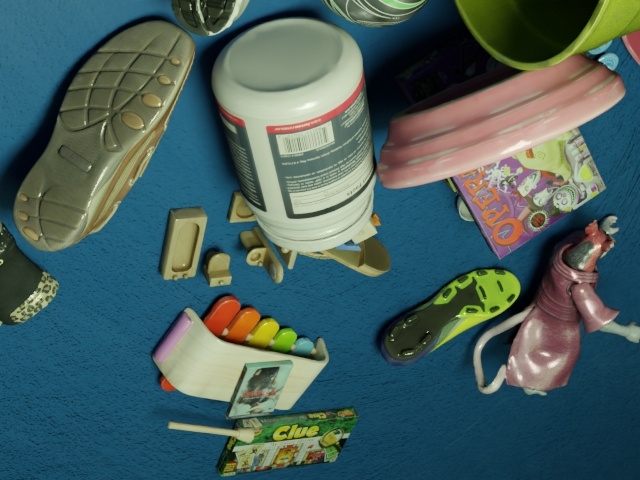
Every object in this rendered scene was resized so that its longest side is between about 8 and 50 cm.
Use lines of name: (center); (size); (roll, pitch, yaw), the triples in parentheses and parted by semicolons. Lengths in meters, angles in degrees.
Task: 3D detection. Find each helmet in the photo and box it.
helmet: (0.065, -0.339, 1.215); (0.161, 0.169, 0.169); (-50, 139, -6)

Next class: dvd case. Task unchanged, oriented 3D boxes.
dvd case: (-0.100, 0.245, 1.648); (0.087, 0.013, 0.119); (0, 130, -32)

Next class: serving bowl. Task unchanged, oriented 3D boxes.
serving bowl: (0.263, -0.073, 1.689); (0.083, 0.027, 0.083); (-17, 137, -17)

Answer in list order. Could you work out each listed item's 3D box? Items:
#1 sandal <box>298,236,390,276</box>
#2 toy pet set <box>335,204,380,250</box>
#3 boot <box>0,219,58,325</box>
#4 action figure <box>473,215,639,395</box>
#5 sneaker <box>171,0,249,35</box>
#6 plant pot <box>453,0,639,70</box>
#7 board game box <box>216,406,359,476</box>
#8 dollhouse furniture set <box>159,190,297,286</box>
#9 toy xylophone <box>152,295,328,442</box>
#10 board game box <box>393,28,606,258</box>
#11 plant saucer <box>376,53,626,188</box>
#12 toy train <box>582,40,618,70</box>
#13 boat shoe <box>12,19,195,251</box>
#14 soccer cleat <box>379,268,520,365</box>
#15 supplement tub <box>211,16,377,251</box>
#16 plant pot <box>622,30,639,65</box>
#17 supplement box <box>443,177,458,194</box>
sandal: (0.000, 0.005, 1.559); (0.240, 0.088, 0.079); (29, 136, -34)
toy pet set: (0.042, -0.038, 1.531); (0.065, 0.114, 0.122); (-28, 138, 12)
boot: (-0.479, 0.073, 1.319); (0.236, 0.085, 0.178); (-34, 141, -1)
action figure: (0.438, 0.096, 1.859); (0.276, 0.248, 0.370); (0, 134, -8)
sneaker: (-0.097, -0.371, 1.147); (0.108, 0.100, 0.271); (-48, 161, -69)
plant pot: (0.376, -0.409, 1.184); (0.353, 0.366, 0.366); (-13, 134, -21)
board game box: (-0.061, 0.383, 1.918); (0.260, 0.030, 0.136); (0, 126, -32)
dollhouse furniture set: (-0.134, 0.021, 1.456); (0.151, 0.123, 0.144); (-5, 131, -28)
toy xylophone: (-0.138, 0.223, 1.677); (0.236, 0.081, 0.323); (-47, 137, 15)
board game box: (0.278, -0.159, 1.519); (0.208, 0.056, 0.347); (-32, 119, 4)
plant saucer: (0.219, -0.167, 1.300); (0.332, 0.332, 0.084); (-24, 99, -11)
toy train: (0.381, -0.299, 1.518); (0.105, 0.080, 0.184); (-28, 141, 7)
boat shoe: (-0.262, -0.131, 1.258); (0.324, 0.123, 0.116); (-52, 170, 8)
soccer cleat: (0.232, 0.138, 1.846); (0.289, 0.093, 0.121); (-28, 169, -13)
supplement tub: (-0.027, -0.136, 1.325); (0.191, 0.191, 0.272); (-23, 138, -11)
plant pot: (0.592, -0.345, 1.533); (0.180, 0.201, 0.201); (-48, 139, -8)
supplement box: (0.221, -0.134, 1.584); (0.083, 0.056, 0.083); (-36, 138, 2)
